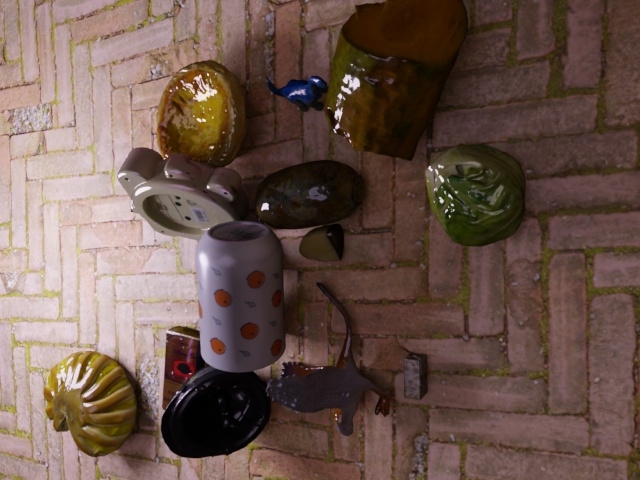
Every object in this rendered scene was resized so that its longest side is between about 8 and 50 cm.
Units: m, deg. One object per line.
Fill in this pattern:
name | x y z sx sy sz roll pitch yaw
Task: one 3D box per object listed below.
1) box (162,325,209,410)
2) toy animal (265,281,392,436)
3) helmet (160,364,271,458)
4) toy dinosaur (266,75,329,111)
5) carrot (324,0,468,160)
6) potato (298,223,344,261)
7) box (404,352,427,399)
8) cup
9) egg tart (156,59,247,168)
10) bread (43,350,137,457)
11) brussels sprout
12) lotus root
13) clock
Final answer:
box | -0.366 0.377 1.479 0.159 0.071 0.240 10 98 27
toy animal | 0.053 0.299 1.268 0.301 0.225 0.284 29 84 8
helmet | -0.273 0.426 1.360 0.278 0.160 0.231 -20 110 -9
toy dinosaur | -0.062 -0.365 1.225 0.247 0.188 0.075 22 95 24
carrot | 0.144 -0.347 1.068 0.241 0.241 0.341 32 129 21
potato | 0.000 0.000 1.277 0.103 0.066 0.096 -1 131 21
box | 0.219 0.311 1.195 0.044 0.062 0.098 -1 94 27
cup | -0.189 0.125 1.255 0.212 0.212 0.318 12 114 25
egg tart | -0.300 -0.307 1.376 0.318 0.128 0.319 1 92 27
bread | -0.720 0.499 1.606 0.332 0.160 0.333 1 92 24
brussels sprout | 0.320 -0.092 1.078 0.223 0.161 0.223 18 116 42
lotus root | -0.032 -0.108 1.243 0.274 0.152 0.160 -7 84 25
clock | -0.329 -0.103 1.330 0.309 0.284 0.114 7 56 13
